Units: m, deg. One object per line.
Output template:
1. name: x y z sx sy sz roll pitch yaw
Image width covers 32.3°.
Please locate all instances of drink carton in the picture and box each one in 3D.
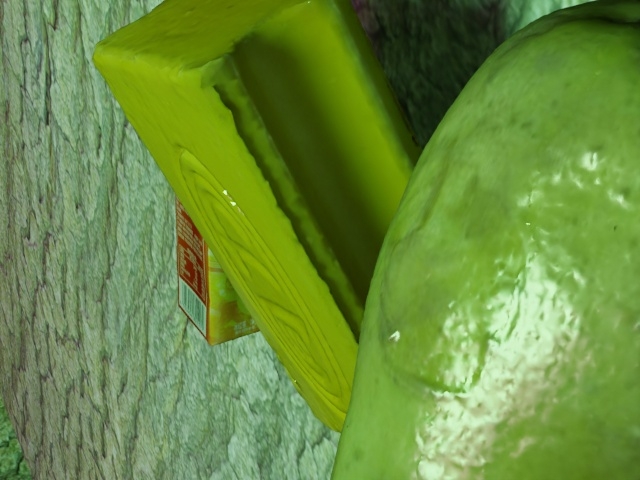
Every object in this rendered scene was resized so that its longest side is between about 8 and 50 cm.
1. drink carton: -0.065 -0.029 0.910 0.071 0.096 0.223 44 141 46

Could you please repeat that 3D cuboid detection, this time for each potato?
1. potato: 0.124 0.031 0.487 0.229 0.229 0.266 38 121 50

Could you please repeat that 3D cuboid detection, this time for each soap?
1. soap: 0.000 0.000 0.678 0.204 0.096 0.324 25 148 60
